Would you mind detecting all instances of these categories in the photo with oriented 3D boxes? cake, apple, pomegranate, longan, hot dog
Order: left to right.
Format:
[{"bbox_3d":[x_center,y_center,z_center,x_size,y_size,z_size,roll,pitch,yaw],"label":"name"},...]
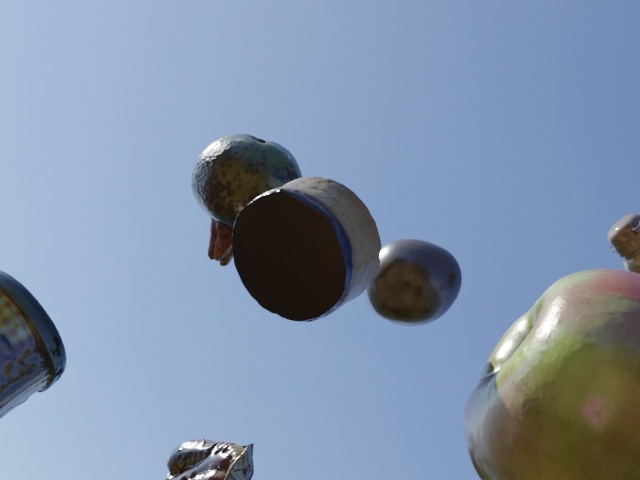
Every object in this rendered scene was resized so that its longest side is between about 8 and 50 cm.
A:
[{"bbox_3d":[-0.220,0.438,1.843,0.082,0.162,0.270,42,-33,-20],"label":"hot dog"},{"bbox_3d":[-0.143,-0.069,1.804,0.214,0.214,0.247,28,-75,13],"label":"pomegranate"},{"bbox_3d":[0.000,0.000,1.363,0.208,0.178,0.185,-35,-93,41],"label":"cake"},{"bbox_3d":[0.172,0.070,1.863,0.185,0.204,0.159,-5,-58,10],"label":"longan"},{"bbox_3d":[0.325,0.194,1.105,0.277,0.319,0.319,35,-33,5],"label":"apple"}]

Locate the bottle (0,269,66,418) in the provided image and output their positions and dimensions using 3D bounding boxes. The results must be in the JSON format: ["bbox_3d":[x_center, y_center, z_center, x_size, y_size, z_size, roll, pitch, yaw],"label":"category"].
[{"bbox_3d":[-0.359,0.136,0.842,0.156,0.271,0.143,51,-37,1],"label":"bottle"}]

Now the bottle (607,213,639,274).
[{"bbox_3d":[0.614,0.045,1.833,0.209,0.097,0.110,49,-19,-2],"label":"bottle"}]
